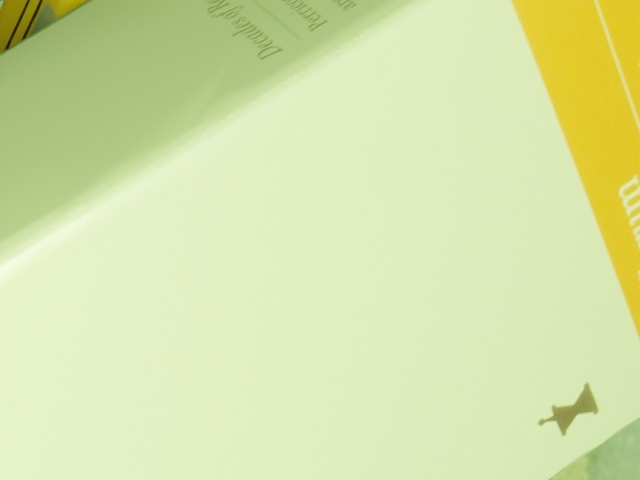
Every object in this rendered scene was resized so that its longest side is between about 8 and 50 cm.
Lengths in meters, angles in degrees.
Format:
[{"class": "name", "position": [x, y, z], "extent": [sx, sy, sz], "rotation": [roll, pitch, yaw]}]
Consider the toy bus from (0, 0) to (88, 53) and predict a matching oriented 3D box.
[{"class": "toy bus", "position": [-0.095, -0.081, 0.648], "extent": [0.108, 0.130, 0.332], "rotation": [21, 105, -30]}]

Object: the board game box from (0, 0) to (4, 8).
[{"class": "board game box", "position": [-0.205, -0.127, 0.686], "extent": [0.090, 0.020, 0.090], "rotation": [-19, 111, -1]}]

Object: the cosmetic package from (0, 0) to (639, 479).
[{"class": "cosmetic package", "position": [0.000, 0.000, 0.555], "extent": [0.453, 0.161, 0.230], "rotation": [-33, 124, -6]}]
